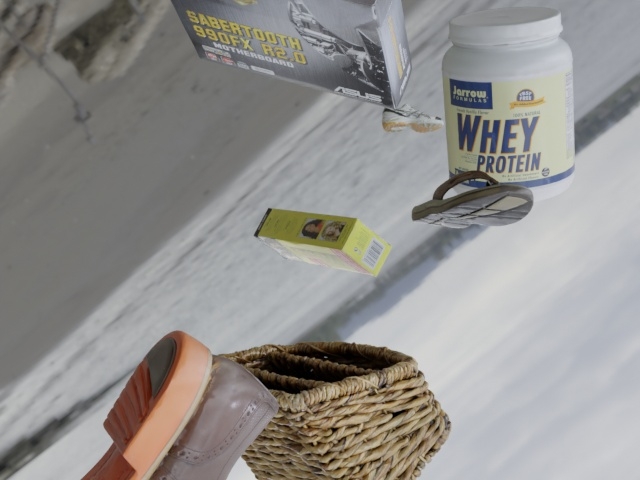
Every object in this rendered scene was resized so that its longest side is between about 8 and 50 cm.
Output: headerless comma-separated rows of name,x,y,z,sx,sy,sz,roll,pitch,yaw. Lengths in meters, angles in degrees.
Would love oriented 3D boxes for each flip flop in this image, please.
flip flop,0.230,-0.067,1.670,0.277,0.112,0.080,168,-67,-70

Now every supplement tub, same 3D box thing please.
supplement tub,0.345,-0.250,1.959,0.236,0.324,0.235,-6,-160,2

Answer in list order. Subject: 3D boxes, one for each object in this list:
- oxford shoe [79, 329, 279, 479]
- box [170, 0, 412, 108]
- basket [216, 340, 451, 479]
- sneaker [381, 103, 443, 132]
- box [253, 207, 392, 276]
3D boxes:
oxford shoe,-0.166,0.264,0.940,0.363,0.133,0.130,-57,-157,3
box,-0.033,-0.221,1.039,0.183,0.231,0.056,66,43,-66
basket,-0.002,0.196,1.399,0.213,0.223,0.299,-46,-155,-26
sneaker,0.122,-0.164,1.406,0.083,0.036,0.032,1,156,-13
box,0.000,0.000,1.647,0.232,0.087,0.058,9,-114,51
